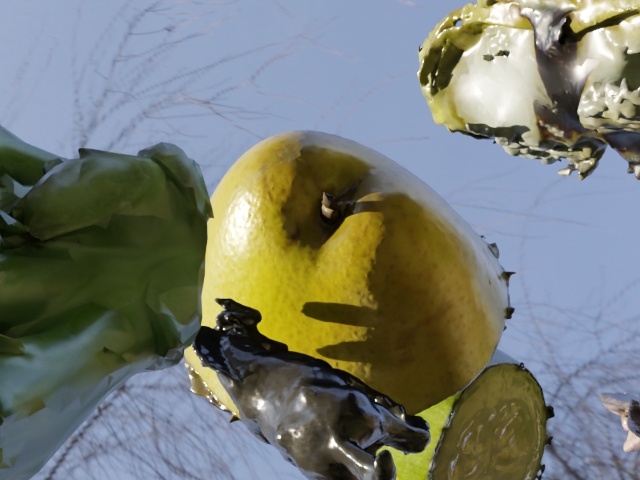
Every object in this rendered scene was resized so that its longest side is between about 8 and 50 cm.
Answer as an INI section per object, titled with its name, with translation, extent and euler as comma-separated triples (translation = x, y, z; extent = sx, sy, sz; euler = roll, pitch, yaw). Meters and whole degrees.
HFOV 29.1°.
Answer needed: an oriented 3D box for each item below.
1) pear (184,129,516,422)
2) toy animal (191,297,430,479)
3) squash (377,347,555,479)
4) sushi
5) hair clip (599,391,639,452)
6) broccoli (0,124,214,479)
[pear]
translation = 0.003, -0.001, 0.909
extent = 0.267, 0.267, 0.178
euler = -28, -47, -13
[toy animal]
translation = -0.005, 0.117, 0.767
extent = 0.148, 0.232, 0.084
euler = 33, -88, -35
[squash]
translation = 0.065, 0.155, 1.150
extent = 0.189, 0.260, 0.189
euler = -18, -64, -42
[sushi]
translation = 0.167, -0.107, 0.748
extent = 0.139, 0.291, 0.131
euler = 16, -92, -37
[hair clip]
translation = 0.367, 0.181, 1.247
extent = 0.173, 0.300, 0.069
euler = 7, -101, -11
[broccoli]
translation = -0.156, 0.022, 0.367
extent = 0.241, 0.269, 0.261
euler = -4, -88, -31
